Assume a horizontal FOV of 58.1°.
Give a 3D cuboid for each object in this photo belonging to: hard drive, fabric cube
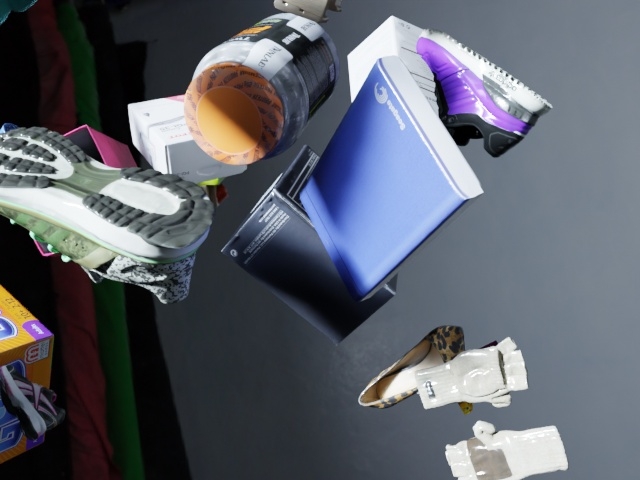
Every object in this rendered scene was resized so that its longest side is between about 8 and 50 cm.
[{"bbox_3d":[0.075,-0.066,0.810,0.210,0.040,0.319,62,150,17],"label":"hard drive"},{"bbox_3d":[-0.626,-0.119,1.551,0.259,0.254,0.258,63,-179,3],"label":"fabric cube"}]

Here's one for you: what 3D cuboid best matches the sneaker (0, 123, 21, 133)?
[{"bbox_3d":[-0.534,-0.098,1.062,0.232,0.090,0.081,56,-163,1],"label":"sneaker"}]

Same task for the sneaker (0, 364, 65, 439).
[{"bbox_3d":[-0.560,0.308,1.119,0.178,0.077,0.072,41,124,27],"label":"sneaker"}]

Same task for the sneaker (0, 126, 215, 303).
[{"bbox_3d":[-0.337,-0.019,0.771,0.158,0.410,0.182,-50,-24,-51],"label":"sneaker"}]

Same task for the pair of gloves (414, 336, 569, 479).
[{"bbox_3d":[0.297,0.311,1.016,0.042,0.204,0.240,4,-120,-62],"label":"pair of gloves"}]

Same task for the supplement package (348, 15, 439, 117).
[{"bbox_3d":[0.193,-0.339,1.376,0.177,0.175,0.293,-27,60,51],"label":"supplement package"}]

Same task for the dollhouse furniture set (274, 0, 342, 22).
[{"bbox_3d":[-0.005,-0.503,0.859,0.303,0.198,0.286,-57,-9,-65],"label":"dollhouse furniture set"}]

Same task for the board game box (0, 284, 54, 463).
[{"bbox_3d":[-0.912,0.330,1.376,0.356,0.356,0.357,-18,-48,-52],"label":"board game box"}]

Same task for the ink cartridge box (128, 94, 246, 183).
[{"bbox_3d":[-0.335,-0.260,1.447,0.283,0.207,0.117,42,141,44],"label":"ink cartridge box"}]

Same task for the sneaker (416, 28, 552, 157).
[{"bbox_3d":[0.233,-0.243,0.971,0.102,0.146,0.293,9,-147,-41],"label":"sneaker"}]

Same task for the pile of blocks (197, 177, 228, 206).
[{"bbox_3d":[-0.337,-0.272,1.832,0.149,0.112,0.362,0,-89,-83],"label":"pile of blocks"}]

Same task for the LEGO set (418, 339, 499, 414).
[{"bbox_3d":[0.336,0.339,1.332,0.093,0.227,0.087,60,-175,-22],"label":"LEGO set"}]

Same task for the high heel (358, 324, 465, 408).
[{"bbox_3d":[0.182,0.261,1.153,0.093,0.186,0.261,59,153,26],"label":"high heel"}]

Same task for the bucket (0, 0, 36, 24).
[{"bbox_3d":[-0.376,-0.349,0.524,0.281,0.281,0.183,70,-179,-54],"label":"bucket"}]

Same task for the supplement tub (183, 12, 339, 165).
[{"bbox_3d":[-0.092,-0.259,0.976,0.316,0.193,0.194,-64,-36,-55],"label":"supplement tub"}]

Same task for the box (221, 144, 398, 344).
[{"bbox_3d":[0.000,0.000,1.172,0.294,0.183,0.296,40,-154,-8],"label":"box"}]
